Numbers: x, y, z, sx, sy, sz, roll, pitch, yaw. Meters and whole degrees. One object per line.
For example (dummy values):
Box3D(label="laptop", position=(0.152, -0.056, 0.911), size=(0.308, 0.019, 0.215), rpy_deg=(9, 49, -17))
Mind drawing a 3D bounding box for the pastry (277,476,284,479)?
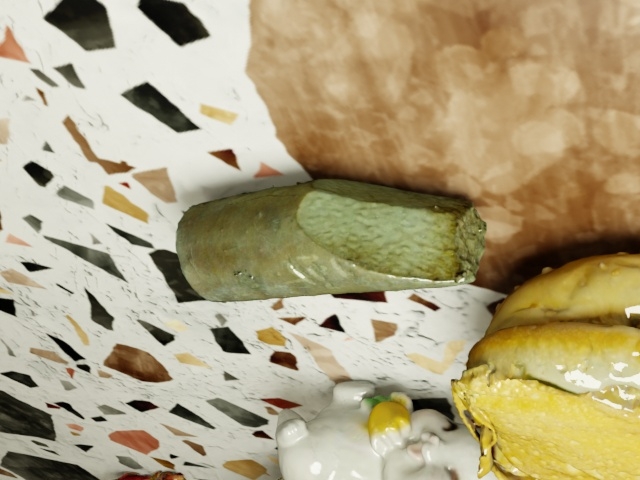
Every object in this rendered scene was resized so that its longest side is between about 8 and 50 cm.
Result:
Box3D(label="pastry", position=(0.081, 0.469, 1.182), size=(0.410, 0.245, 0.409), rpy_deg=(13, 143, 10))

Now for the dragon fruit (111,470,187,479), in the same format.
Box3D(label="dragon fruit", position=(-0.298, 0.437, 1.444), size=(0.191, 0.094, 0.094), rpy_deg=(-21, 131, 26))

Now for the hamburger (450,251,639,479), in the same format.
Box3D(label="hamburger", position=(0.260, 0.132, 0.724), size=(0.319, 0.158, 0.318), rpy_deg=(11, 145, 8))

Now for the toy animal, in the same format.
Box3D(label="toy animal", position=(0.108, 0.252, 0.925), size=(0.326, 0.208, 0.154), rpy_deg=(5, 113, 2))

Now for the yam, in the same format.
Box3D(label="yam", position=(0.000, 0.000, 0.710), size=(0.259, 0.106, 0.106), rpy_deg=(-8, 137, 32))
